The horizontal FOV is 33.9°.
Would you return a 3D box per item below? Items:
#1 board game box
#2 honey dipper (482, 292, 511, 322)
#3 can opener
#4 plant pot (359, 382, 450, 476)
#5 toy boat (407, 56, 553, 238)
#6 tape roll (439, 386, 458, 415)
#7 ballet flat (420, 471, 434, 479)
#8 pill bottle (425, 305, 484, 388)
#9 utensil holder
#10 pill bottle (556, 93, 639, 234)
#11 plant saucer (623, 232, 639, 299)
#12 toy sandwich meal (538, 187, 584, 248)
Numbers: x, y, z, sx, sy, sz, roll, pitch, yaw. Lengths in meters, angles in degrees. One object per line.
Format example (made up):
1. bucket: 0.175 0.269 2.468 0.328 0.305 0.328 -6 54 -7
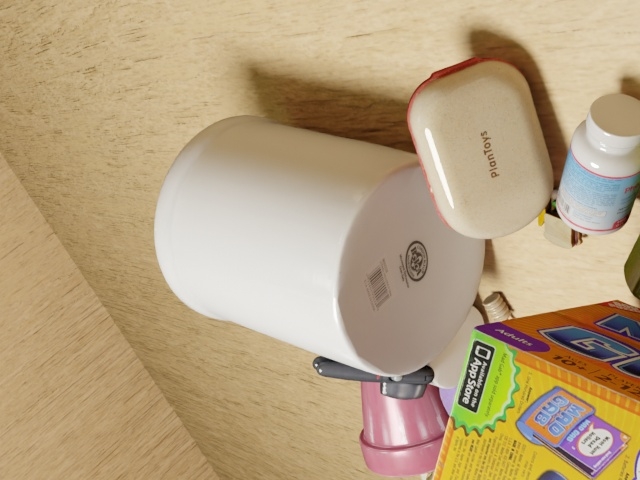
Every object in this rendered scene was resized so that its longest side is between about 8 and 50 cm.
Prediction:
1. board game box: 0.357 0.303 1.141 0.356 0.356 0.356 23 106 37
2. honey dipper: 0.301 0.148 1.593 0.161 0.030 0.030 53 154 -15
3. can opener: 0.079 0.192 1.529 0.186 0.073 0.059 10 180 -22
4. plant pot: 0.152 0.288 1.842 0.201 0.201 0.180 3 113 56
5. toy boat: 0.192 -0.119 1.305 0.151 0.151 0.231 -105 -5 -67
6. tape roll: 0.290 0.267 1.706 0.189 0.080 0.189 37 152 23
7. ballet flat: 0.233 0.456 2.046 0.086 0.086 0.248 19 141 46
8. pill bottle: 0.116 0.135 1.703 0.283 0.161 0.161 17 139 45
9. utensil holder: 0.000 0.000 1.538 0.385 0.327 0.328 15 138 44
10. pill bottle: 0.320 -0.085 1.180 0.087 0.087 0.160 36 151 25
11. plant saucer: 0.418 0.048 1.130 0.188 0.045 0.188 35 153 20
12. toy sandwich meal: 0.306 -0.029 1.341 0.085 0.029 0.085 37 151 24
